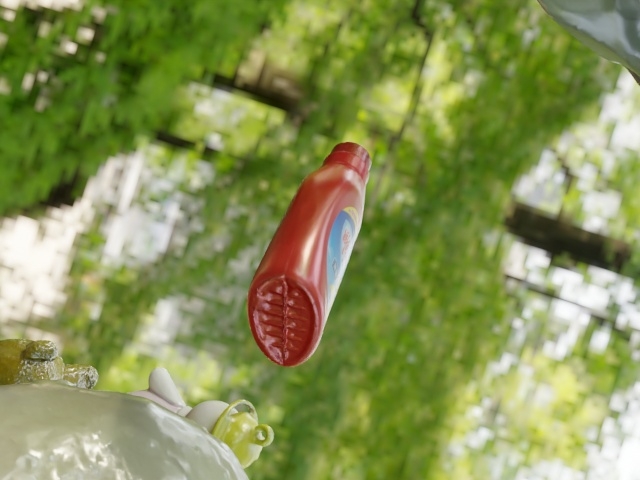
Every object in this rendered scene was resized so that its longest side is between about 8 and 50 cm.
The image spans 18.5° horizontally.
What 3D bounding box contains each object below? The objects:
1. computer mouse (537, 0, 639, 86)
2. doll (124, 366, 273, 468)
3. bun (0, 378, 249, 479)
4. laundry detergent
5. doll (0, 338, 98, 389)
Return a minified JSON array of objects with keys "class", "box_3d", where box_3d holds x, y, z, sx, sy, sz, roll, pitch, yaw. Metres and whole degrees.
[{"class":"computer mouse","box_3d":[0.174,-0.294,1.504,0.145,0.429,0.228,-39,-170,12]},{"class":"doll","box_3d":[-0.134,0.180,1.800,0.081,0.207,0.129,23,67,-57]},{"class":"bun","box_3d":[-0.212,0.241,1.327,0.359,0.360,0.211,107,-25,-61]},{"class":"laundry detergent","box_3d":[0.000,0.000,1.260,0.165,0.049,0.097,-66,165,-47]},{"class":"doll","box_3d":[-0.286,0.172,1.964,0.209,0.137,0.097,60,6,-56]}]
